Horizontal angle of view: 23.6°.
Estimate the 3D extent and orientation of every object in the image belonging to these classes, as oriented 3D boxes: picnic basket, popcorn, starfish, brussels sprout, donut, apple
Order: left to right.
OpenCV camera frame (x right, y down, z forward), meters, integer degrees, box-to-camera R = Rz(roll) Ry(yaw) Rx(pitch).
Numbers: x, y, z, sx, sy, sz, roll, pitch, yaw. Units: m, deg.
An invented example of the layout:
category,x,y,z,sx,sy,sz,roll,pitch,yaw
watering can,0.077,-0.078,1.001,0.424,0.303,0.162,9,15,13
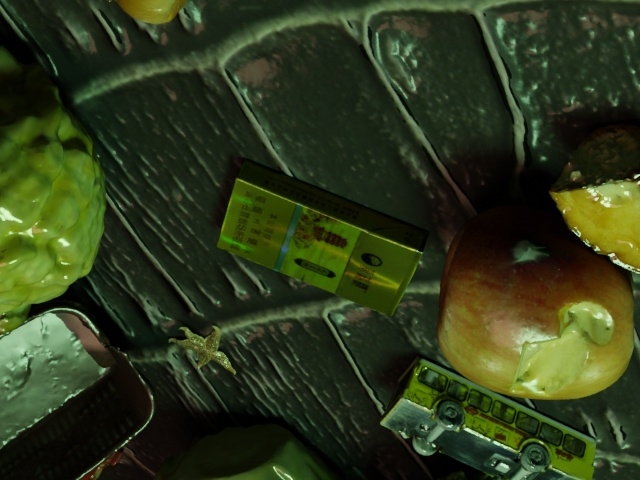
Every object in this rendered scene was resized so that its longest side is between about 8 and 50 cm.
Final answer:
category,x,y,z,sx,sy,sz,roll,pitch,yaw
popcorn,-0.344,-0.045,1.450,0.293,0.293,0.237,19,162,5
picnic basket,-0.354,0.185,1.728,0.222,0.297,0.129,55,177,-28
starfish,-0.128,0.123,1.742,0.086,0.016,0.092,26,141,-9
brussels sprout,-0.058,0.409,1.845,0.275,0.315,0.371,-12,125,16
apple,0.195,0.058,1.358,0.199,0.199,0.199,14,143,11
donut,0.309,-0.040,1.252,0.217,0.085,0.141,-2,138,30

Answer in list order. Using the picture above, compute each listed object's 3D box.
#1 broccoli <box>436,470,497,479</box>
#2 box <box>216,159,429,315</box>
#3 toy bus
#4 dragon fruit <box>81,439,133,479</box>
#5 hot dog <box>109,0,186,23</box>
category,x,y,z,sx,sy,sz,roll,pitch,yaw
broccoli,0.185,0.376,1.690,0.302,0.249,0.375,-22,165,11
box,0.000,0.000,1.508,0.193,0.030,0.121,22,144,1
toy bus,0.182,0.208,1.638,0.226,0.074,0.081,24,145,-4
dragon fruit,-0.353,0.251,1.923,0.163,0.189,0.261,59,143,2
hot dog,-0.129,-0.257,1.191,0.076,0.102,0.249,-6,151,-23
